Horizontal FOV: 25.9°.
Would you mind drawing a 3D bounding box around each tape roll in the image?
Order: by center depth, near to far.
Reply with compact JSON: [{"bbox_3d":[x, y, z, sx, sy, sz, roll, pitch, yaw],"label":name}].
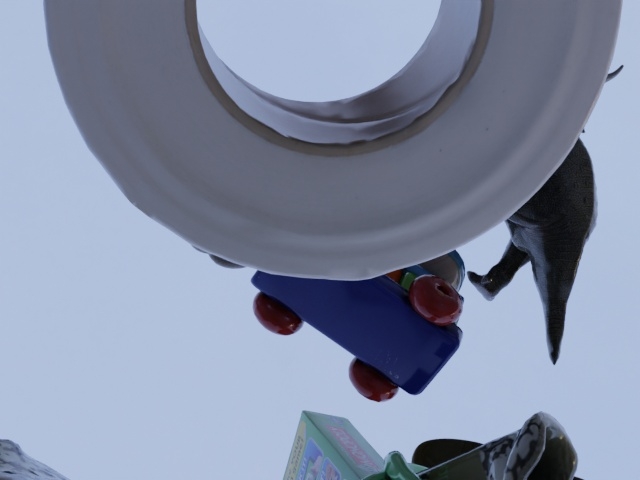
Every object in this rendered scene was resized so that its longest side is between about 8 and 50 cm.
[{"bbox_3d":[0.005,-0.128,0.707,0.286,0.286,0.100,6,-162,-9],"label":"tape roll"}]

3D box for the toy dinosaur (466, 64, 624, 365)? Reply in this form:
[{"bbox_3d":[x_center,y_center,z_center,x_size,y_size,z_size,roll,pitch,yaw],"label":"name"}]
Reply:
[{"bbox_3d":[0.177,-0.048,1.196,0.121,0.160,0.314,32,-140,-29],"label":"toy dinosaur"}]

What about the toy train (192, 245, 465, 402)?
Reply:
[{"bbox_3d":[0.000,0.000,1.057,0.248,0.105,0.143,35,-151,-2],"label":"toy train"}]

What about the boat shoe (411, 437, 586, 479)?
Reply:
[{"bbox_3d":[0.140,0.197,1.083,0.153,0.048,0.056,14,-129,-8],"label":"boat shoe"}]

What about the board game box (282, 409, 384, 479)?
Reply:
[{"bbox_3d":[-0.010,0.315,1.083,0.046,0.317,0.213,13,-173,-19],"label":"board game box"}]

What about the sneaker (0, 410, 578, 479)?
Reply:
[{"bbox_3d":[0.032,0.143,0.546,0.410,0.158,0.182,22,-94,24],"label":"sneaker"}]
